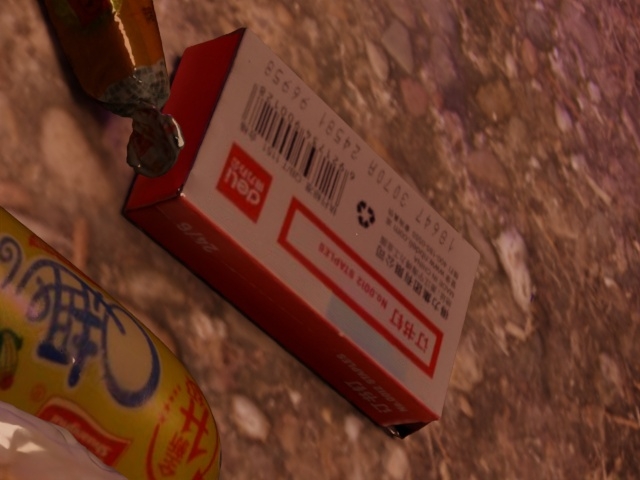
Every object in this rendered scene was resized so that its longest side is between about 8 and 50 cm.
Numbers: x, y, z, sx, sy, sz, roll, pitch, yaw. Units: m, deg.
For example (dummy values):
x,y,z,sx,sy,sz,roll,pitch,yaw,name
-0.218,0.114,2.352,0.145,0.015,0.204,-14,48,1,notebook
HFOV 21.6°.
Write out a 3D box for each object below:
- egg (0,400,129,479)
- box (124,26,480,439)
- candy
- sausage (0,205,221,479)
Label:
x,y,z,sx,sy,sz,roll,pitch,yaw,name
-0.149,0.161,0.566,0.183,0.217,0.183,37,17,-13,egg
0.001,0.000,0.923,0.229,0.050,0.123,42,50,-32,box
-0.108,-0.118,0.842,0.046,0.053,0.182,-18,88,-51,candy
-0.167,0.032,0.660,0.347,0.123,0.123,42,48,-32,sausage
